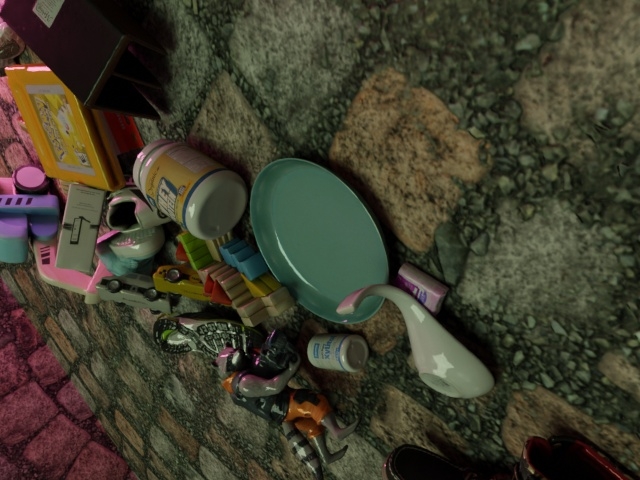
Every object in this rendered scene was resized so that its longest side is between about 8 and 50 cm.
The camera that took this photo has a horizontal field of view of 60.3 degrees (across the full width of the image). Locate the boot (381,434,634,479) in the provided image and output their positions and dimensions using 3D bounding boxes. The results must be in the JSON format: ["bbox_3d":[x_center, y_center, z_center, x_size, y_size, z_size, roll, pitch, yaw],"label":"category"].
[{"bbox_3d":[0.290,0.397,0.863,0.377,0.138,0.284,31,136,23],"label":"boot"}]

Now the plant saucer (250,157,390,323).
[{"bbox_3d":[0.000,0.000,0.968,0.317,0.043,0.318,27,132,33],"label":"plant saucer"}]

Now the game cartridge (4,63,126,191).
[{"bbox_3d":[-0.605,-0.266,1.288,0.323,0.052,0.286,11,125,37],"label":"game cartridge"}]

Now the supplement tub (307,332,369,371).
[{"bbox_3d":[0.034,0.214,1.059,0.107,0.071,0.071,-9,109,48],"label":"supplement tub"}]

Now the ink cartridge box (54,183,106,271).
[{"bbox_3d":[-0.598,-0.034,1.374,0.148,0.085,0.203,-165,85,-67],"label":"ink cartridge box"}]

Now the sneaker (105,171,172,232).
[{"bbox_3d":[-0.464,-0.085,1.317,0.330,0.146,0.123,4,120,47],"label":"sneaker"}]

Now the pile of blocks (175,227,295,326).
[{"bbox_3d":[-0.210,0.051,1.126,0.362,0.112,0.149,33,142,37],"label":"pile of blocks"}]

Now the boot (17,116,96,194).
[{"bbox_3d":[-0.721,-0.238,1.518,0.261,0.095,0.204,20,130,28],"label":"boot"}]

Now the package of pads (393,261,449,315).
[{"bbox_3d":[0.157,0.076,0.864,0.083,0.032,0.050,33,134,26],"label":"package of pads"}]

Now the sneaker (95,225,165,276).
[{"bbox_3d":[-0.472,0.037,1.436,0.365,0.135,0.150,0,125,55],"label":"sneaker"}]

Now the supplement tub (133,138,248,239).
[{"bbox_3d":[-0.257,-0.105,1.082,0.199,0.144,0.145,32,135,27],"label":"supplement tub"}]

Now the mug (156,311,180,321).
[{"bbox_3d":[-0.429,0.244,1.568,0.078,0.064,0.062,1,117,46],"label":"mug"}]

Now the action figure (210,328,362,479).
[{"bbox_3d":[-0.083,0.314,1.113,0.330,0.179,0.341,31,158,15],"label":"action figure"}]

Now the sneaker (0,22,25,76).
[{"bbox_3d":[-0.867,-0.531,1.473,0.232,0.090,0.115,-21,97,50],"label":"sneaker"}]

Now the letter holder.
[{"bbox_3d":[-0.428,-0.392,1.082,0.302,0.214,0.152,44,108,17],"label":"letter holder"}]

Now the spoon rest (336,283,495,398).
[{"bbox_3d":[0.158,0.156,0.863,0.276,0.084,0.137,38,155,-12],"label":"spoon rest"}]

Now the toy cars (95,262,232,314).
[{"bbox_3d":[-0.371,0.104,1.334,0.393,0.087,0.176,-10,143,32],"label":"toy cars"}]

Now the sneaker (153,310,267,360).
[{"bbox_3d":[-0.257,0.219,1.345,0.299,0.121,0.111,6,107,23],"label":"sneaker"}]

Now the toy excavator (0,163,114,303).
[{"bbox_3d":[-0.901,0.001,1.739,0.222,0.432,0.446,-50,49,50],"label":"toy excavator"}]

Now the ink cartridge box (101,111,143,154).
[{"bbox_3d":[-0.531,-0.289,1.315,0.232,0.066,0.189,2,117,50],"label":"ink cartridge box"}]
